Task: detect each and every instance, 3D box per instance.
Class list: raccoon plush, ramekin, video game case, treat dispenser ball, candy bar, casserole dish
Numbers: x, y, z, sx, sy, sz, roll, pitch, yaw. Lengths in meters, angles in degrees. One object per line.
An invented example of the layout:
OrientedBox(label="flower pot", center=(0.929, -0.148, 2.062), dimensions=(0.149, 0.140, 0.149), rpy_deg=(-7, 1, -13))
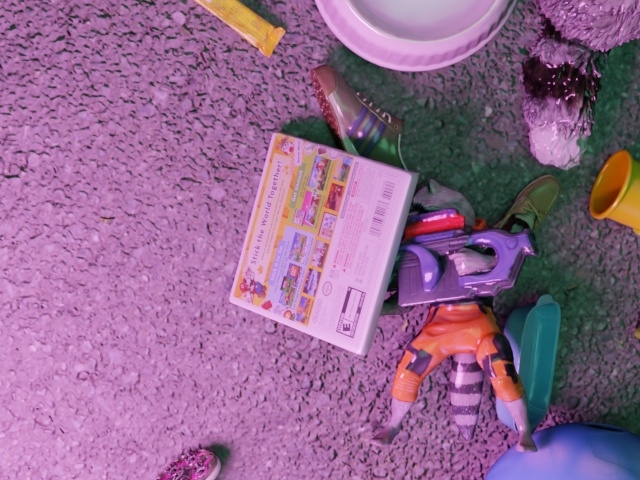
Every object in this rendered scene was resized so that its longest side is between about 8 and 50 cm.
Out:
OrientedBox(label="raccoon plush", center=(0.373, -0.292, 1.396), dimensions=(0.216, 0.299, 0.446), rpy_deg=(-3, 100, -5))
OrientedBox(label="ramekin", center=(0.117, -0.337, 1.440), dimensions=(0.273, 0.127, 0.272), rpy_deg=(0, 98, 0))
OrientedBox(label="video game case", center=(0.000, 0.000, 1.488), dimensions=(0.206, 0.026, 0.226), rpy_deg=(20, 99, 31))
OrientedBox(label="treat dispenser ball", center=(0.329, 0.370, 1.504), dimensions=(0.288, 0.288, 0.288), rpy_deg=(-1, 99, -5))
OrientedBox(label="candy bar", center=(-0.118, -0.288, 1.494), dimensions=(0.161, 0.018, 0.040), rpy_deg=(35, 91, -9))
OrientedBox(label="casserole dish", center=(0.265, 0.158, 1.565), dimensions=(0.037, 0.114, 0.188), rpy_deg=(12, 102, 33))

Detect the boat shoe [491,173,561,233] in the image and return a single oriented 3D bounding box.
OrientedBox(label="boat shoe", center=(0.262, -0.027, 1.557), dimensions=(0.050, 0.045, 0.135), rpy_deg=(39, 94, -10))

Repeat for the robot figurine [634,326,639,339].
OrientedBox(label="robot figurine", center=(0.469, 0.105, 1.586), dimensions=(0.115, 0.067, 0.101), rpy_deg=(-35, 89, 1))

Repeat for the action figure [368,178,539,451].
OrientedBox(label="action figure", center=(0.127, 0.090, 1.523), dimensions=(0.341, 0.178, 0.330), rpy_deg=(-1, 85, 28))

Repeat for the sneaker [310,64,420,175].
OrientedBox(label="sneaker", center=(0.061, -0.140, 1.516), dimensions=(0.086, 0.064, 0.192), rpy_deg=(-25, 101, -9))

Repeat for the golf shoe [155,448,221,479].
OrientedBox(label="golf shoe", center=(-0.186, 0.352, 1.575), dimensions=(0.186, 0.067, 0.086), rpy_deg=(-51, 128, 2))

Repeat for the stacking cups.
OrientedBox(label="stacking cups", center=(0.507, -0.021, 1.566), dimensions=(0.316, 0.096, 0.096), rpy_deg=(19, 97, -12))
